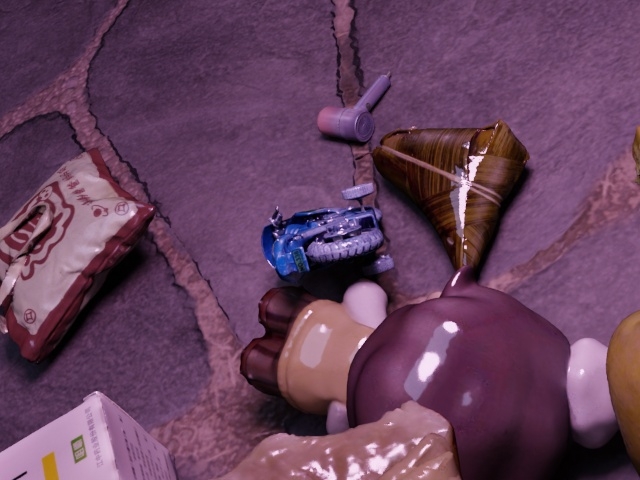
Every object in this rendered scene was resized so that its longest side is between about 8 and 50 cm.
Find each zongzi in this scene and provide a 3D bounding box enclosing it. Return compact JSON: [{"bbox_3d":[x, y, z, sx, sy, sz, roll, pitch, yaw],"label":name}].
[{"bbox_3d":[0.112,-0.037,1.401,0.187,0.084,0.184,3,66,42],"label":"zongzi"}]

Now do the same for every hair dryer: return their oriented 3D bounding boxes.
[{"bbox_3d":[0.051,-0.167,1.577,0.063,0.037,0.114,14,55,41],"label":"hair dryer"}]

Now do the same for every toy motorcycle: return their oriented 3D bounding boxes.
[{"bbox_3d":[0.000,0.000,1.355,0.135,0.092,0.254,-15,6,4],"label":"toy motorcycle"}]

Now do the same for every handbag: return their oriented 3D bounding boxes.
[{"bbox_3d":[-0.311,0.009,1.591,0.235,0.127,0.213,-51,43,3],"label":"handbag"}]

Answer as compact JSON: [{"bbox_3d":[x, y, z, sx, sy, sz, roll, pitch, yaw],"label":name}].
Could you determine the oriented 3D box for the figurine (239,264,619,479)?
[{"bbox_3d":[0.083,0.143,1.215,0.218,0.206,0.365,-58,26,-13],"label":"figurine"}]

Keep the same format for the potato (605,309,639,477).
[{"bbox_3d":[0.318,0.136,1.047,0.154,0.200,0.137,-26,8,-4],"label":"potato"}]

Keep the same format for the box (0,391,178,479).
[{"bbox_3d":[-0.213,0.332,1.241,0.173,0.145,0.333,-32,44,8],"label":"box"}]

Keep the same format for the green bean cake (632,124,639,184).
[{"bbox_3d":[0.404,-0.022,1.163,0.233,0.124,0.236,-15,48,20],"label":"green bean cake"}]

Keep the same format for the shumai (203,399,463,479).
[{"bbox_3d":[-0.015,0.251,0.858,0.283,0.217,0.346,-19,18,-42],"label":"shumai"}]
